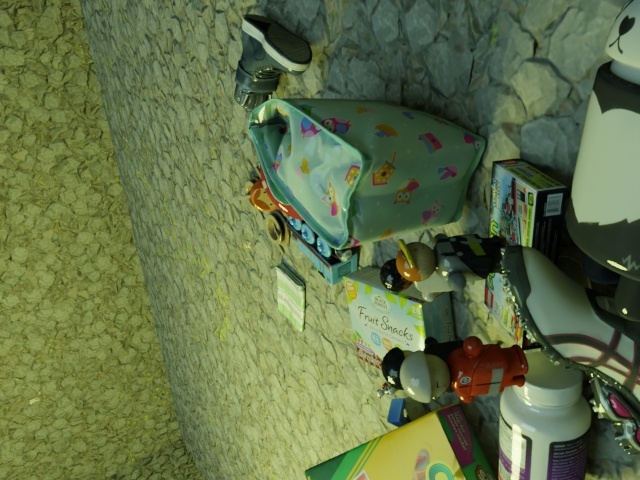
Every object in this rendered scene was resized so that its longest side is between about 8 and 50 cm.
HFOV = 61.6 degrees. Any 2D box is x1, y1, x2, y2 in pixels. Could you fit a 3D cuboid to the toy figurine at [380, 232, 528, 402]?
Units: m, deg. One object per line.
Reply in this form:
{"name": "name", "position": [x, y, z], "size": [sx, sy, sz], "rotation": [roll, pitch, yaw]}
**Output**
{"name": "toy figurine", "position": [0.153, 0.099, 0.698], "size": [0.213, 0.148, 0.209], "rotation": [95, 169, -83]}

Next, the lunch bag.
{"name": "lunch bag", "position": [0.048, -0.120, 0.750], "size": [0.262, 0.223, 0.160], "rotation": [42, 133, 40]}

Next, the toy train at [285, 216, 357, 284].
{"name": "toy train", "position": [0.000, 0.000, 1.058], "size": [0.184, 0.080, 0.105], "rotation": [42, 147, 39]}

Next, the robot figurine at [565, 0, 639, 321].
{"name": "robot figurine", "position": [0.293, -0.069, 0.421], "size": [0.209, 0.173, 0.278], "rotation": [29, 132, 42]}

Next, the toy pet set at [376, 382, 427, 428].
{"name": "toy pet set", "position": [0.148, 0.341, 1.030], "size": [0.122, 0.065, 0.114], "rotation": [65, 151, 7]}

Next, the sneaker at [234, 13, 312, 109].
{"name": "sneaker", "position": [-0.093, -0.305, 0.997], "size": [0.226, 0.086, 0.163], "rotation": [53, 137, 45]}

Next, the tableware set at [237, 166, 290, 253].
{"name": "tableware set", "position": [-0.136, -0.067, 1.280], "size": [0.194, 0.039, 0.128], "rotation": [56, 148, 22]}

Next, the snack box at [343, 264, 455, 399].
{"name": "snack box", "position": [0.136, 0.149, 0.928], "size": [0.207, 0.070, 0.174], "rotation": [16, 121, 54]}

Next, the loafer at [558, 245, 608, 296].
{"name": "loafer", "position": [0.301, 0.080, 0.627], "size": [0.056, 0.050, 0.148], "rotation": [-1, 107, 59]}

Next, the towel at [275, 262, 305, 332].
{"name": "towel", "position": [-0.076, 0.143, 1.326], "size": [0.113, 0.023, 0.152], "rotation": [41, 140, 42]}

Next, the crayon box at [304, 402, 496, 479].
{"name": "crayon box", "position": [0.167, 0.502, 0.881], "size": [0.313, 0.106, 0.363], "rotation": [-39, 63, 32]}

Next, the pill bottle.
{"name": "pill bottle", "position": [0.288, 0.246, 0.694], "size": [0.108, 0.108, 0.193], "rotation": [25, 128, 51]}

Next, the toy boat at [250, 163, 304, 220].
{"name": "toy boat", "position": [-0.051, -0.095, 0.921], "size": [0.231, 0.151, 0.151], "rotation": [-13, -98, -76]}

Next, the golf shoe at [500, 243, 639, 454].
{"name": "golf shoe", "position": [0.293, 0.091, 0.547], "size": [0.273, 0.105, 0.120], "rotation": [45, 122, -10]}

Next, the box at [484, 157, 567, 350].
{"name": "box", "position": [0.243, 0.016, 0.653], "size": [0.114, 0.036, 0.207], "rotation": [-108, 12, -65]}
